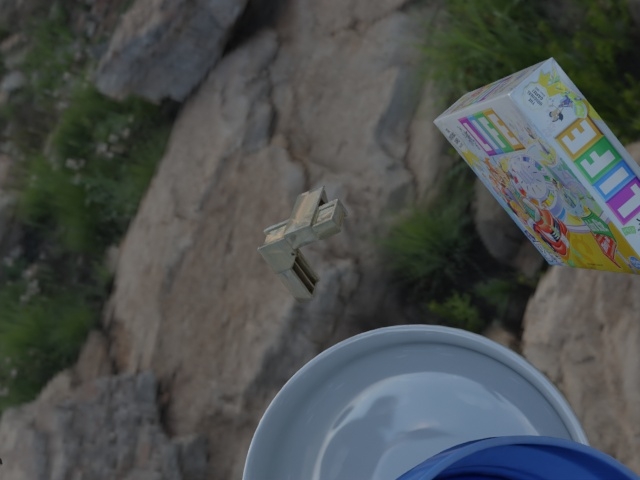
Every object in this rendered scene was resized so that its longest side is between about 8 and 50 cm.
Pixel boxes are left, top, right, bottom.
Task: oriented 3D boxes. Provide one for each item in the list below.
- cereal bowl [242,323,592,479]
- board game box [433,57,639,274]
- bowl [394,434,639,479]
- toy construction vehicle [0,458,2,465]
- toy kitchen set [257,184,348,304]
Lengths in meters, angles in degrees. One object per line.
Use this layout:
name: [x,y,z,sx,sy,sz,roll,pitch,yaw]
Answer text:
cereal bowl: [0.104,0.253,1.259,0.339,0.141,0.339,-4,78,17]
board game box: [0.112,-0.032,0.638,0.026,0.103,0.154,-40,5,-5]
bowl: [0.113,0.306,0.724,0.077,0.391,0.391,-19,62,45]
toy construction vehicle: [-0.246,0.185,0.955,0.098,0.035,0.086,109,141,-74]
toy kitchen set: [0.000,0.000,1.231,0.083,0.075,0.068,-22,29,27]
